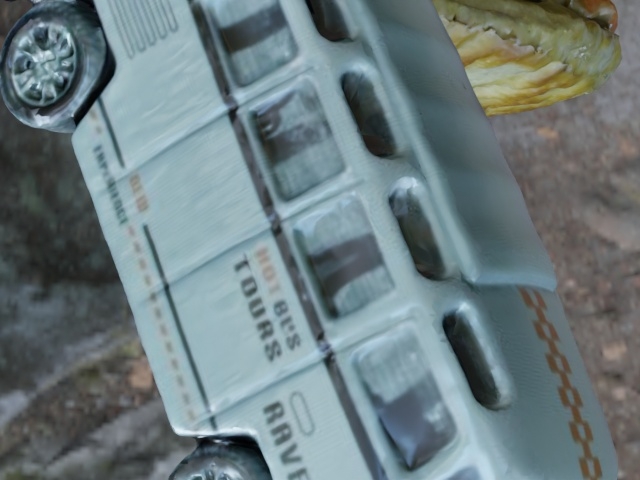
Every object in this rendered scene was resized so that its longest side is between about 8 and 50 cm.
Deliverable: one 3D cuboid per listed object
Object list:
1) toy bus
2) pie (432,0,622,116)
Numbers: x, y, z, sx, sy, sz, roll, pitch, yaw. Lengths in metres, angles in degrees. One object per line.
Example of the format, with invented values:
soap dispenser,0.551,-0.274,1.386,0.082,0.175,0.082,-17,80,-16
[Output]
toy bus,0.000,0.000,0.367,0.089,0.194,0.087,-30,160,26
pie,0.007,-0.085,0.577,0.205,0.084,0.179,12,165,-33
